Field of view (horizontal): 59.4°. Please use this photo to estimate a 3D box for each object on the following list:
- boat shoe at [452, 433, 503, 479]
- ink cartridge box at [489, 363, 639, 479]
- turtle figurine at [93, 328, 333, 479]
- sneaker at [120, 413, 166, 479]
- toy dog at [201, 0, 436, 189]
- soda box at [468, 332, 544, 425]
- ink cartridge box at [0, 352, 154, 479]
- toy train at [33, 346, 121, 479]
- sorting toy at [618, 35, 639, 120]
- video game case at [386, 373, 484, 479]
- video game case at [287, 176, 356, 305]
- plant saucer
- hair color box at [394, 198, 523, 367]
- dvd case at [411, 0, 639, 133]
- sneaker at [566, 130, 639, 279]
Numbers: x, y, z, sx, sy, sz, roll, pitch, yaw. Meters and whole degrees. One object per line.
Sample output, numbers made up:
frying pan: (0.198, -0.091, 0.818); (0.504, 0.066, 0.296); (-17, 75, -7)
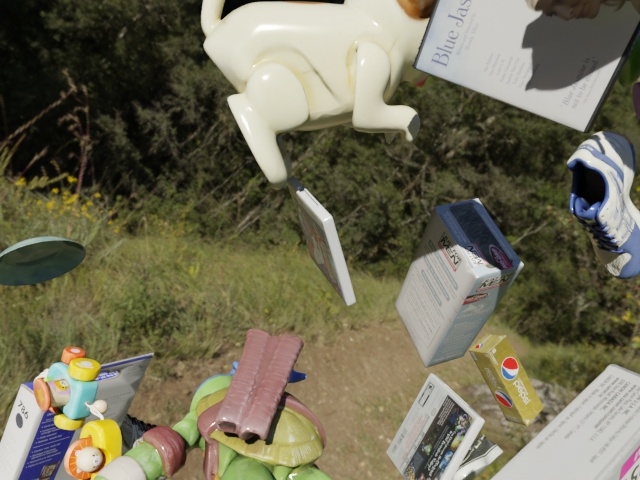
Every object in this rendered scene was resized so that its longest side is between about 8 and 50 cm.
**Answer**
boat shoe: (0.328, 0.479, 1.231); (0.070, 0.077, 0.219); (46, 20, 28)
ink cartridge box: (0.176, 0.265, 0.442); (0.060, 0.275, 0.238); (23, -48, 49)
turtle figurine: (-0.055, 0.207, 0.364); (0.266, 0.275, 0.197); (2, -52, 59)
sneaker: (-0.329, 0.357, 1.024); (0.088, 0.093, 0.225); (47, -23, 54)
toy dog: (0.035, -0.325, 0.972); (0.395, 0.408, 0.284); (64, 3, -1)
soda box: (0.374, 0.279, 1.129); (0.181, 0.061, 0.058); (60, -25, -11)
ink cartridge box: (-0.388, 0.292, 0.853); (0.065, 0.332, 0.165); (40, 22, 28)
toy train: (-0.218, 0.176, 0.469); (0.046, 0.125, 0.166); (8, 52, -55)
sorting toy: (0.569, -0.362, 0.967); (0.127, 0.126, 0.365); (55, 28, -53)
video game case: (0.210, 0.372, 1.055); (0.022, 0.190, 0.173); (27, 4, -22)
video game case: (0.000, 0.000, 1.057); (0.183, 0.023, 0.201); (51, -18, 53)
plant saucer: (-0.606, 0.035, 1.198); (0.195, 0.195, 0.037); (12, 49, -63)
hair color box: (0.287, 0.106, 1.242); (0.374, 0.114, 0.185); (100, -27, -51)
dvd case: (0.254, -0.264, 0.701); (0.253, 0.180, 0.022); (31, 28, 27)
sneaker: (0.519, -0.047, 1.045); (0.112, 0.131, 0.296); (7, -59, 58)
